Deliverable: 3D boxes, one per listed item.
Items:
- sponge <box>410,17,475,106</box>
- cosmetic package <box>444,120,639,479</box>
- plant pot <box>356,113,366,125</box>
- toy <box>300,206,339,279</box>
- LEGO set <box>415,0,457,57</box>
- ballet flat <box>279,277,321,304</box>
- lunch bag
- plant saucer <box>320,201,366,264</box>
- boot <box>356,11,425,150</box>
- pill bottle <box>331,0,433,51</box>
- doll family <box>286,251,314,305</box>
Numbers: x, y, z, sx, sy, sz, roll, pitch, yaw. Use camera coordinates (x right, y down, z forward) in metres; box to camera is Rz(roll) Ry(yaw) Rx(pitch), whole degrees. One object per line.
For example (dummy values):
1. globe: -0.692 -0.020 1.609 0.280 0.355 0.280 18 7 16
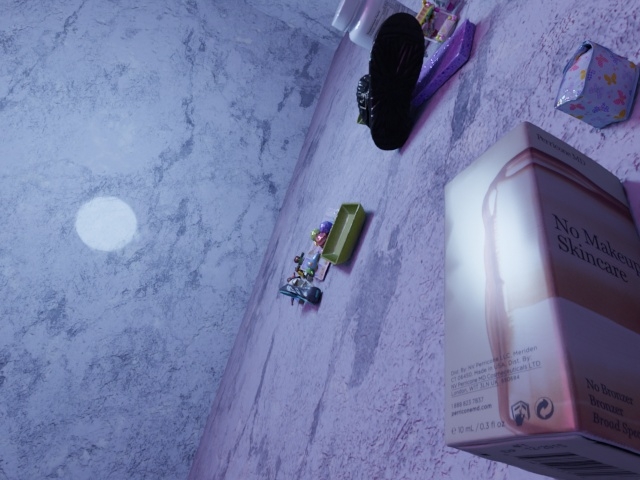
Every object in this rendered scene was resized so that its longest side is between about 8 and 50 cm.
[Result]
1. sponge: 0.303 -0.440 1.035 0.210 0.031 0.117 -33 37 66
2. cosmetic package: 0.215 0.051 0.391 0.129 0.153 0.296 -47 26 51
3. plant pot: 0.174 -0.410 1.364 0.083 0.079 0.083 -59 17 30
4. toy: 0.000 0.000 1.364 0.137 0.056 0.237 22 91 54
5. LEGO set: 0.296 -0.542 1.152 0.132 0.107 0.287 -23 -39 -59
6. ballet flat: -0.064 0.163 1.357 0.203 0.074 0.074 6 74 55
7. lunch bag: 0.328 -0.186 0.485 0.053 0.071 0.083 174 115 -79
8. plant saucer: 0.073 -0.019 1.224 0.188 0.045 0.188 -159 91 -76
9. boot: 0.179 -0.446 1.138 0.260 0.131 0.347 -91 5 -56
10. pill bottle: 0.190 -0.670 1.278 0.160 0.283 0.160 -60 16 29
11. doll family: -0.080 0.141 1.485 0.111 0.076 0.193 18 81 57
